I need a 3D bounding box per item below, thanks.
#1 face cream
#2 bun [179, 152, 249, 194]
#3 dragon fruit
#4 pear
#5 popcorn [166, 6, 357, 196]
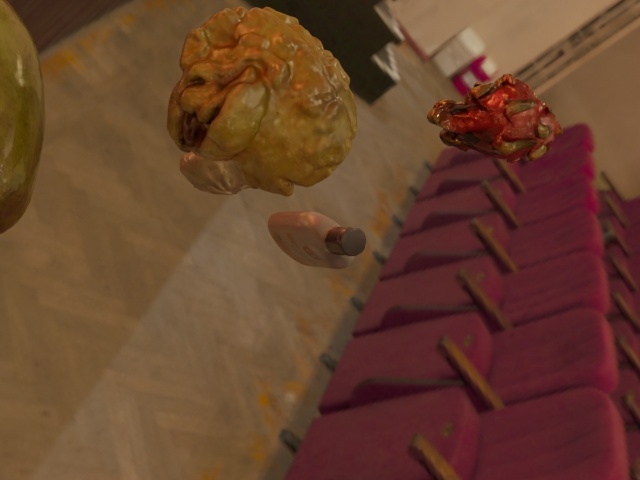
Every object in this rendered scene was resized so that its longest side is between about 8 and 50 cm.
[{"bbox_3d":[0.000,0.000,1.832,0.144,0.071,0.291,46,-18,-21],"label":"face cream"},{"bbox_3d":[-0.205,-0.175,2.197,0.133,0.231,0.231,68,23,-4],"label":"bun"},{"bbox_3d":[0.266,-0.185,1.460,0.133,0.208,0.150,100,-7,-61],"label":"dragon fruit"},{"bbox_3d":[-0.404,-0.142,0.966,0.253,0.253,0.307,3,63,-61],"label":"pear"},{"bbox_3d":[-0.068,-0.159,1.089,0.203,0.200,0.225,-20,105,-61],"label":"popcorn"}]
